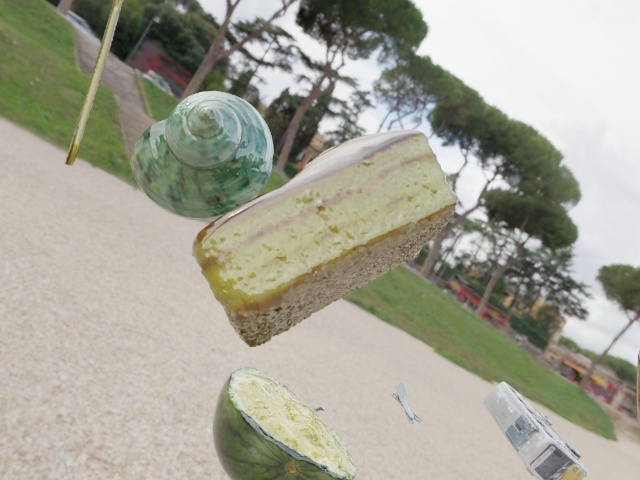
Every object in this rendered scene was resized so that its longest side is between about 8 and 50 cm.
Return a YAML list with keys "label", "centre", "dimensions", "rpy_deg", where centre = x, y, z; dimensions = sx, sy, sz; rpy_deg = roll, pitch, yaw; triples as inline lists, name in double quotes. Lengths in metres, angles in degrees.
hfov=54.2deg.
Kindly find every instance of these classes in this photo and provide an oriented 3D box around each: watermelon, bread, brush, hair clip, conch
- label: "watermelon"
  centre: [-0.062, 0.271, 0.831]
  dimensions: [0.204, 0.127, 0.232]
  rpy_deg: [34, 2, -23]
- label: "bread"
  centre: [0.000, 0.000, 0.618]
  dimensions: [0.110, 0.234, 0.184]
  rpy_deg: [59, -11, 14]
- label: "brush"
  centre: [-0.166, -0.161, 0.489]
  dimensions: [0.010, 0.218, 0.082]
  rpy_deg: [18, -9, -24]
- label: "hair clip"
  centre: [0.189, 0.360, 1.382]
  dimensions: [0.115, 0.030, 0.039]
  rpy_deg: [-122, -160, -61]
- label: "conch"
  centre: [-0.149, -0.105, 0.791]
  dimensions: [0.176, 0.188, 0.122]
  rpy_deg: [21, 37, -6]

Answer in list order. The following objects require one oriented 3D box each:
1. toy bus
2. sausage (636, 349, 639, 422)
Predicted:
- label: "toy bus"
  centre: [0.480, 0.440, 1.427]
  dimensions: [0.138, 0.097, 0.342]
  rpy_deg: [43, 6, -5]
- label: "sausage"
  centre: [0.557, 0.258, 0.992]
  dimensions: [0.109, 0.109, 0.270]
  rpy_deg: [30, -20, 43]
